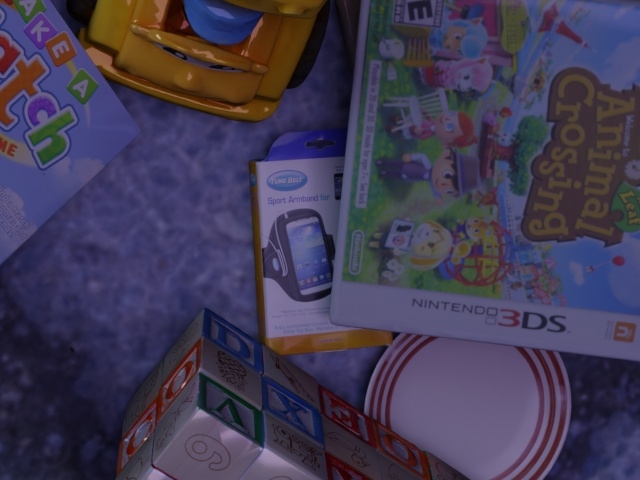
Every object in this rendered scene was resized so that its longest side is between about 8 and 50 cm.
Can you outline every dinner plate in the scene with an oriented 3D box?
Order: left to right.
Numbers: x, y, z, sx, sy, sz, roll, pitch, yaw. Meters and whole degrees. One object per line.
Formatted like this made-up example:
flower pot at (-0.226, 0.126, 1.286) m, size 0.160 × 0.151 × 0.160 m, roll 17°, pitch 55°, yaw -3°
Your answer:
dinner plate at (0.093, 0.108, 0.941) m, size 0.141 × 0.017 × 0.141 m, roll -2°, pitch 97°, yaw -14°

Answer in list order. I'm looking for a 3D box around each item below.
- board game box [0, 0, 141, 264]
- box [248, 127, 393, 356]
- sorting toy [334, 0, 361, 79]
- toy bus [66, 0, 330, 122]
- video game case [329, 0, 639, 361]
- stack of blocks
board game box at (-0.214, -0.051, 0.765) m, size 0.211 × 0.039 × 0.160 m, roll -47°, pitch 123°, yaw -23°
box at (0.000, 0.000, 0.900) m, size 0.081 × 0.028 × 0.136 m, roll -4°, pitch 95°, yaw -14°
sorting toy at (0.091, -0.094, 0.889) m, size 0.132 × 0.046 × 0.274 m, roll -18°, pitch 101°, yaw -24°
toy bus at (-0.036, -0.175, 0.777) m, size 0.149 × 0.211 × 0.220 m, roll 16°, pitch 93°, yaw -17°
video game case at (0.110, -0.039, 0.840) m, size 0.193 × 0.023 × 0.212 m, roll 7°, pitch 111°, yaw 3°
stack of blocks at (0.027, 0.181, 0.841) m, size 0.297 × 0.171 × 0.087 m, roll 35°, pitch 105°, yaw -15°
